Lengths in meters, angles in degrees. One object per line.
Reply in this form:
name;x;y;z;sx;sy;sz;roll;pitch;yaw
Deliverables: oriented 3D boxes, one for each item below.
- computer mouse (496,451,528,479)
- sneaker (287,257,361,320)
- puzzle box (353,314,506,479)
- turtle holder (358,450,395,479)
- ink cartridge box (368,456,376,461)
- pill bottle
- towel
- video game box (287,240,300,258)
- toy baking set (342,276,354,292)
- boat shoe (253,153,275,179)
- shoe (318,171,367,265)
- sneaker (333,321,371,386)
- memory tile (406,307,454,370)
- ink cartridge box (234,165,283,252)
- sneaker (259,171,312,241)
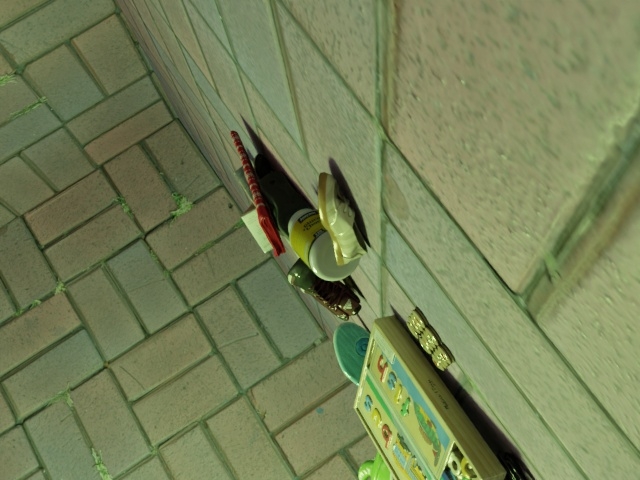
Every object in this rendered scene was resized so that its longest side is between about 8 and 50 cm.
computer mouse;0.360;0.474;1.371;0.184;0.060;0.262;58;163;26
sneaker;0.026;0.107;1.801;0.162;0.106;0.281;38;176;15
puzzle box;0.189;0.377;1.496;0.409;0.052;0.272;-125;34;-46
turtle holder;0.250;0.541;1.817;0.227;0.243;0.320;30;133;48
ink cartridge box;0.257;0.650;2.043;0.353;0.207;0.119;-113;-3;-51
pill bottle;0.000;0.000;1.494;0.103;0.103;0.184;60;172;-28
towel;-0.155;-0.112;1.896;0.199;0.031;0.275;71;178;-59
video game box;-0.090;-0.043;2.164;0.205;0.048;0.187;57;176;-2
toy baking set;0.008;0.042;1.931;0.197;0.030;0.256;60;172;-25
boat shoe;-0.128;-0.160;1.926;0.042;0.049;0.133;16;141;35
shoe;0.037;-0.038;1.309;0.219;0.058;0.077;72;-166;-52
sneaker;0.130;0.371;2.201;0.319;0.127;0.208;57;172;1
memory tile;0.189;0.175;1.356;0.113;0.012;0.148;55;173;14
ink cartridge box;-0.192;-0.101;2.290;0.239;0.060;0.275;57;-172;-8
sneaker;-0.061;-0.049;1.784;0.227;0.087;0.130;55;175;43
